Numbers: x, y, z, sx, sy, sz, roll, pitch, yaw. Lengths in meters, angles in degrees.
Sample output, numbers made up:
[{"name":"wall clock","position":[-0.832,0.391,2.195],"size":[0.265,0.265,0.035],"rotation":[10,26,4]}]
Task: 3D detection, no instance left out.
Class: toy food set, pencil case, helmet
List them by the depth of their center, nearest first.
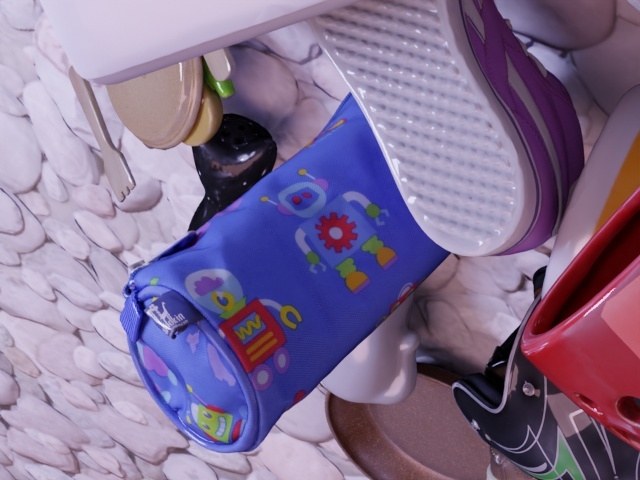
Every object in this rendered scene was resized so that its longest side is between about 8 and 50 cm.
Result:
[{"name":"pencil case","position":[0.000,0.000,1.134],"size":[0.133,0.306,0.119],"rotation":[46,146,4]},{"name":"helmet","position":[0.186,0.095,1.217],"size":[0.169,0.169,0.161],"rotation":[45,159,-15]},{"name":"toy food set","position":[-0.112,-0.123,1.277],"size":[0.192,0.038,0.132],"rotation":[-42,67,49]}]

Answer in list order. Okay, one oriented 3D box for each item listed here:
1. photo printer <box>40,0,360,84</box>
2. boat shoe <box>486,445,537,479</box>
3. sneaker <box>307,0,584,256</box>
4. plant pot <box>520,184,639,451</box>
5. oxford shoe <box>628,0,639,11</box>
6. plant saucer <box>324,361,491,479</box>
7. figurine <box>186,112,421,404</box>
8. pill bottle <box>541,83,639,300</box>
[{"name":"photo printer","position":[-0.038,-0.241,0.959],"size":[0.307,0.107,0.256],"rotation":[-15,107,25]},{"name":"boat shoe","position":[0.249,0.172,1.320],"size":[0.257,0.095,0.095],"rotation":[6,110,16]},{"name":"sneaker","position":[0.077,-0.124,1.091],"size":[0.102,0.161,0.282],"rotation":[-21,84,30]},{"name":"plant pot","position":[0.222,0.043,0.895],"size":[0.174,0.191,0.191],"rotation":[45,144,-2]},{"name":"oxford shoe","position":[0.142,-0.260,0.850],"size":[0.449,0.169,0.130],"rotation":[54,164,-26]},{"name":"plant saucer","position":[0.098,0.162,1.474],"size":[0.198,0.036,0.198],"rotation":[22,144,17]},{"name":"figurine","position":[-0.010,0.006,1.339],"size":[0.215,0.092,0.209],"rotation":[23,139,14]},{"name":"pill bottle","position":[0.285,0.026,1.056],"size":[0.278,0.162,0.162],"rotation":[23,143,13]}]
